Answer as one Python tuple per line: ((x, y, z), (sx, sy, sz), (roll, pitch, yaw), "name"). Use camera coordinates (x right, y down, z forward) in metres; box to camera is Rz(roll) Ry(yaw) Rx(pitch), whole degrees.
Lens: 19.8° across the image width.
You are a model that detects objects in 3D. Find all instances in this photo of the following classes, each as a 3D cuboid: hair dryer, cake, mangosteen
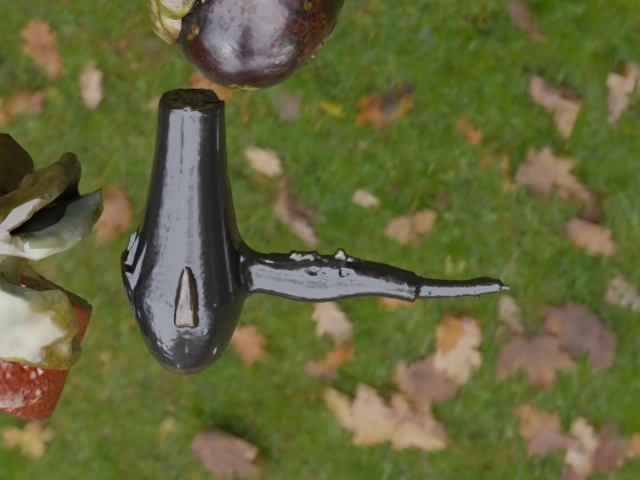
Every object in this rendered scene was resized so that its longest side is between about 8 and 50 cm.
((0.000, 0.000, 1.670), (0.359, 0.120, 0.303), (4, 126, -5), "hair dryer")
((-0.346, 0.075, 1.843), (0.177, 0.151, 0.283), (16, -177, -45), "cake")
((-0.085, -0.255, 1.809), (0.217, 0.192, 0.192), (32, 134, -21), "mangosteen")

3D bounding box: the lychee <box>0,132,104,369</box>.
((-0.273, 0.000, 0.810), (0.320, 0.270, 0.270), (-6, 136, -20), "lychee")
